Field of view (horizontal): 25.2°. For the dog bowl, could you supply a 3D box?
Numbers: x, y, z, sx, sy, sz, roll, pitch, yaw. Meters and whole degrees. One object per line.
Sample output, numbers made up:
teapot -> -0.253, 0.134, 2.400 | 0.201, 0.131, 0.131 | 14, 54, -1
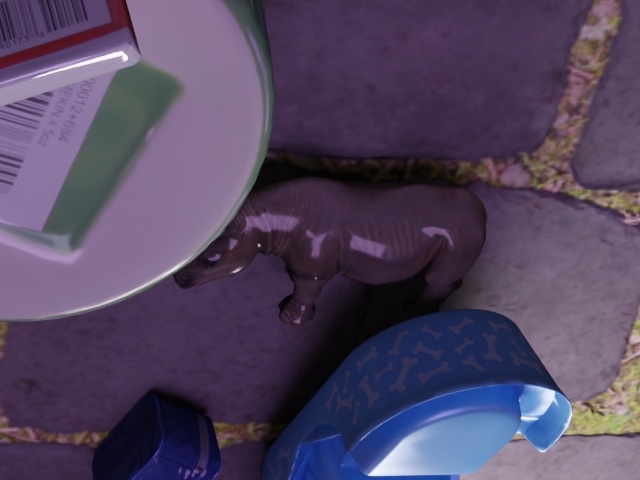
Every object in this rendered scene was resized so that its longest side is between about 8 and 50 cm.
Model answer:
dog bowl -> 0.057, 0.150, 1.046 | 0.166, 0.074, 0.297 | 4, 143, -29

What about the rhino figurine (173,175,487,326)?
rhino figurine -> 0.000, 0.000, 0.953 | 0.243, 0.073, 0.106 | 2, 134, -18

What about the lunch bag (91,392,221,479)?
lunch bag -> -0.122, 0.170, 1.067 | 0.065, 0.067, 0.098 | 29, 118, -31

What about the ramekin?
ramekin -> -0.168, -0.098, 0.785 | 0.303, 0.148, 0.303 | -7, 130, -8

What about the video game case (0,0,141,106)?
video game case -> -0.213, -0.179, 0.644 | 0.204, 0.285, 0.025 | -17, 165, 1
